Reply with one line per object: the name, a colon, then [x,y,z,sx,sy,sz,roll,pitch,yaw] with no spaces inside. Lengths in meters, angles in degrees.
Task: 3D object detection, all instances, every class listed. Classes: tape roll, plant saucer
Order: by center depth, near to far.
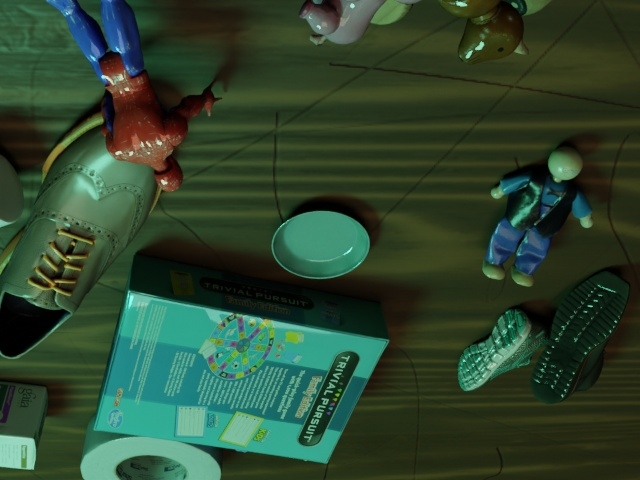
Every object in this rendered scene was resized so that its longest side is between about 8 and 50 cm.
plant saucer: [0.000,0.000,1.022,0.119,0.021,0.119,-1,135,-1]
tape roll: [-0.264,0.339,1.328,0.219,0.072,0.219,-2,137,-2]

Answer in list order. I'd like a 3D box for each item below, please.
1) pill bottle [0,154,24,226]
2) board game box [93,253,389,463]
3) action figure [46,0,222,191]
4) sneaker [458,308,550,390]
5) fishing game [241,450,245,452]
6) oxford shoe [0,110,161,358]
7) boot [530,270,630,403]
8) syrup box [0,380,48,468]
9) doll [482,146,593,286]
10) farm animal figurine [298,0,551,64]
pill bottle: [-0.422,-0.033,0.907,0.180,0.108,0.108,-15,135,14]
board game box: [-0.112,0.169,1.125,0.336,0.079,0.254,12,124,-15]
action figure: [-0.181,-0.185,0.787,0.091,0.139,0.280,-13,113,15]
sneaker: [0.259,0.165,1.178,0.076,0.065,0.166,17,135,-24]
fishing game: [-0.091,0.246,1.257,0.264,0.041,0.189,18,121,-21]
oxford shoe: [-0.272,0.006,0.935,0.130,0.133,0.364,22,131,-23]
boot: [0.374,0.130,1.153,0.137,0.077,0.198,4,122,-50]
syrup box: [-0.528,0.261,1.219,0.236,0.093,0.096,8,135,-11]
doll: [0.259,-0.031,0.983,0.129,0.046,0.189,13,128,-3]
farm animal figurine: [0.135,-0.260,0.624,0.172,0.330,0.327,25,102,-22]
